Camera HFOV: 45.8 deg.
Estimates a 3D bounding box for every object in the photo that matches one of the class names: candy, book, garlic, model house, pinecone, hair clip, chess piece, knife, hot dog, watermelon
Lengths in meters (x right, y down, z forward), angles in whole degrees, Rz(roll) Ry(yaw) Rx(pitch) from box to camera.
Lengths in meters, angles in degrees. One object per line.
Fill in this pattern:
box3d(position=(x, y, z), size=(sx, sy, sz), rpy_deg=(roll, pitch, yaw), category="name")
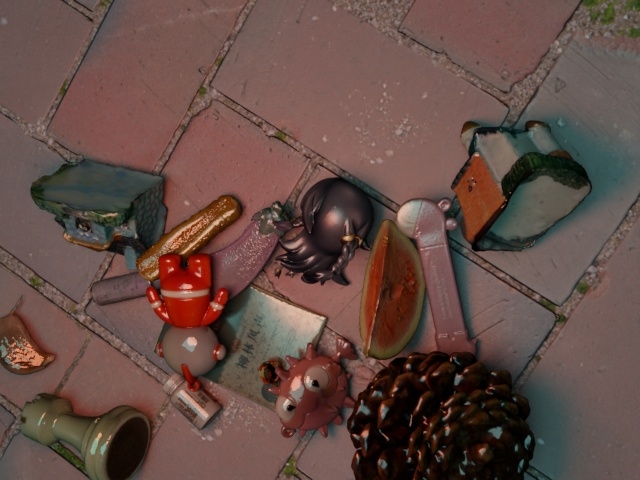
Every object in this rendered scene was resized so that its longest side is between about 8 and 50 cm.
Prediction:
box3d(position=(-0.094, 0.367, 1.777), size=(0.055, 0.049, 0.185), rpy_deg=(-23, 95, -3), category="candy")
box3d(position=(-0.199, 0.230, 1.832), size=(0.379, 0.031, 0.264), rpy_deg=(22, 96, 12), category="book")
box3d(position=(-0.785, 0.257, 1.966), size=(0.128, 0.090, 0.198), rpy_deg=(-29, 78, -1), category="garlic")
box3d(position=(0.392, -0.156, 1.610), size=(0.253, 0.184, 0.291), rpy_deg=(-58, 41, 43), category="model house")
box3d(position=(0.232, 0.420, 1.580), size=(0.397, 0.397, 0.398), rpy_deg=(1, 93, 14), category="pinecone")
box3d(position=(-0.535, -0.038, 1.832), size=(0.261, 0.226, 0.241), rpy_deg=(14, 125, 15), category="model house")
box3d(position=(-0.202, 0.047, 1.787), size=(0.358, 0.110, 0.096), rpy_deg=(-42, 38, 9), category="hair clip")
box3d(position=(-0.593, 0.475, 1.877), size=(0.298, 0.194, 0.195), rpy_deg=(12, 95, 23), category="chess piece")
box3d(position=(0.265, 0.094, 1.672), size=(0.132, 0.038, 0.399), rpy_deg=(-12, 102, 12), category="knife")
box3d(position=(-0.313, -0.006, 1.814), size=(0.289, 0.068, 0.083), rpy_deg=(-36, 87, -1), category="hot dog")
box3d(position=(0.137, 0.118, 1.696), size=(0.128, 0.159, 0.304), rpy_deg=(0, 76, 43), category="watermelon")

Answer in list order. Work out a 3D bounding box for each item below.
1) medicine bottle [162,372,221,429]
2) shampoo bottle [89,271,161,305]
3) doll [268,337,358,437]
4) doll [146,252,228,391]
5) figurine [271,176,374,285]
box3d(position=(-0.315, 0.388, 1.844), size=(0.140, 0.079, 0.079), rpy_deg=(41, 101, 10), category="medicine bottle")
box3d(position=(-0.459, 0.112, 1.876), size=(0.213, 0.072, 0.072), rpy_deg=(-13, 89, 14), category="shampoo bottle")
box3d(position=(-0.010, 0.342, 1.748), size=(0.211, 0.093, 0.262), rpy_deg=(43, 85, -12), category="doll")
box3d(position=(-0.304, 0.195, 1.776), size=(0.199, 0.105, 0.337), rpy_deg=(-1, 101, 11), category="doll")
box3d(position=(0.012, -0.010, 1.702), size=(0.197, 0.175, 0.265), rpy_deg=(19, 104, 22), category="figurine")
